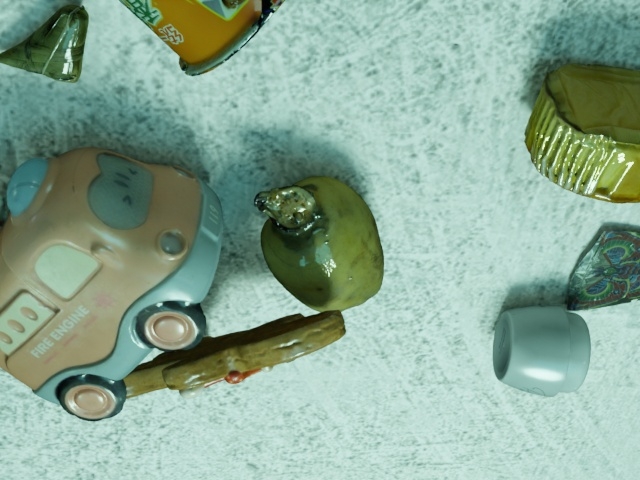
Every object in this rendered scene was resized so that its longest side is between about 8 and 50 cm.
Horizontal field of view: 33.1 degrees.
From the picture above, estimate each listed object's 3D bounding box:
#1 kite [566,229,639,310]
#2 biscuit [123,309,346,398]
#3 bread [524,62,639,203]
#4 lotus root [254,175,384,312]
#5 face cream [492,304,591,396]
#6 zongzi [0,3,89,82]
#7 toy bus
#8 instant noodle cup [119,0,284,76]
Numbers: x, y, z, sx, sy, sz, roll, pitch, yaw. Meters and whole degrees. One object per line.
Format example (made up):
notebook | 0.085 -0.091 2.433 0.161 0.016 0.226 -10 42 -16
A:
kite | 0.457 0.039 1.384 0.285 0.015 0.152 1 137 -12
biscuit | -0.101 0.131 1.186 0.324 0.049 0.205 -19 180 37
bread | 0.309 -0.106 1.121 0.190 0.132 0.114 2 135 -11
lotus root | 0.000 0.000 1.169 0.118 0.125 0.221 1 147 26
face cream | 0.281 0.140 1.373 0.104 0.117 0.117 5 134 -6
zongzi | -0.257 -0.189 0.990 0.083 0.040 0.076 16 125 -3
toy bus | -0.246 0.026 1.110 0.232 0.194 0.287 35 121 -23
instant noodle cup | -0.106 -0.270 0.818 0.182 0.230 0.230 35 120 -25
